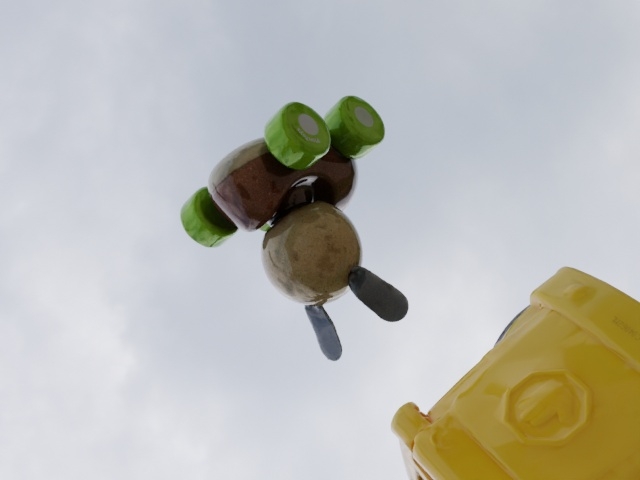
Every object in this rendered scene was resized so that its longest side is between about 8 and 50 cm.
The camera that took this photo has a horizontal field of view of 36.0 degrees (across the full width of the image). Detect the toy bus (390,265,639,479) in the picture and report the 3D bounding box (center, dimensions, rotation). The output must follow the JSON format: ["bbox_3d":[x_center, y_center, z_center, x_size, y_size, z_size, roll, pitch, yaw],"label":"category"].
[{"bbox_3d":[0.118,0.160,0.526,0.211,0.149,0.220,-34,-46,-15],"label":"toy bus"}]

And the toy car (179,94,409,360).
[{"bbox_3d":[0.000,0.000,0.831,0.149,0.155,0.188,-16,-108,-49],"label":"toy car"}]
